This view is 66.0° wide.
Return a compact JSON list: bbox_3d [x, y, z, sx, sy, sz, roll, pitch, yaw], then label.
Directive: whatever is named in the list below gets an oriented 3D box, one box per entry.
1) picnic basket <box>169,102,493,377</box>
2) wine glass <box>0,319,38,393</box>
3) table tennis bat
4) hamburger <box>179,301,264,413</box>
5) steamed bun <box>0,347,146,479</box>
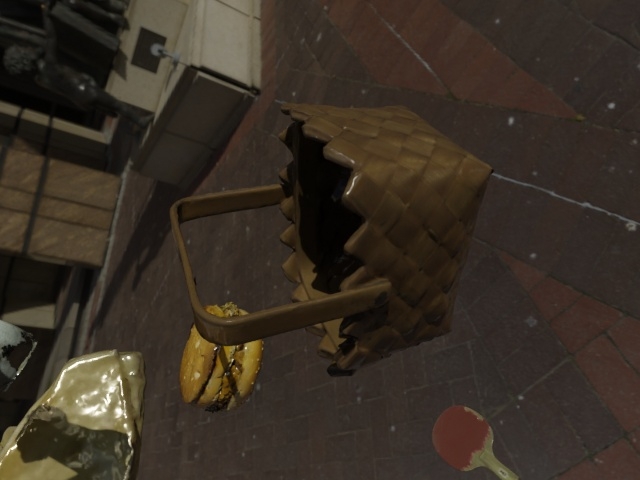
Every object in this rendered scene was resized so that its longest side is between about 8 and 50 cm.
[{"bbox_3d":[0.000,0.000,0.574,0.254,0.320,0.292,-125,30,-50],"label":"picnic basket"},{"bbox_3d":[-0.313,0.065,0.383,0.072,0.155,0.072,-30,32,22],"label":"wine glass"},{"bbox_3d":[0.337,0.453,1.077,0.131,0.022,0.234,-51,32,-6],"label":"table tennis bat"},{"bbox_3d":[-0.176,0.203,0.886,0.182,0.117,0.191,-52,37,28],"label":"hamburger"},{"bbox_3d":[-0.379,0.361,0.632,0.189,0.247,0.428,132,144,-53],"label":"steamed bun"}]
